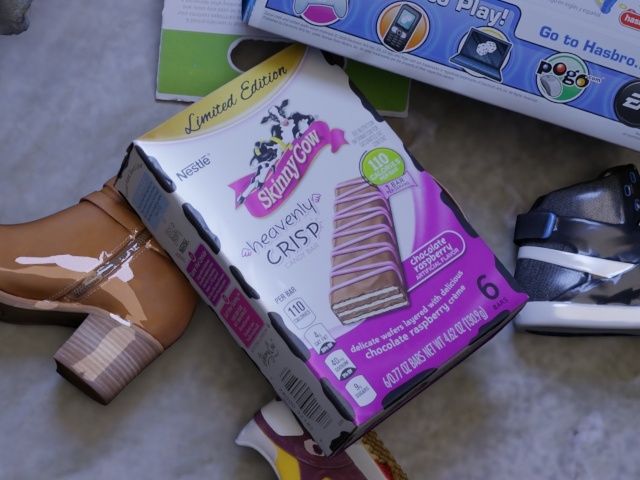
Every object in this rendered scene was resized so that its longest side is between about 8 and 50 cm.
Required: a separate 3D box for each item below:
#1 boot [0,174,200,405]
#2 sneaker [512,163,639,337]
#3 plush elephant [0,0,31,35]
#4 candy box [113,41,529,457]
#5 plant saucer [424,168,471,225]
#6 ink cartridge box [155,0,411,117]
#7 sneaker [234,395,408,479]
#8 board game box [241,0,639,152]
[{"bbox_3d":[-0.165,-0.004,1.313,0.197,0.073,0.152,40,72,-4],"label":"boot"},{"bbox_3d":[0.242,0.007,1.367,0.217,0.079,0.121,3,82,-8],"label":"sneaker"},{"bbox_3d":[-0.237,-0.255,1.256,0.330,0.272,0.255,-28,124,-40],"label":"plush elephant"},{"bbox_3d":[0.000,0.000,1.281,0.159,0.071,0.233,-35,79,-28],"label":"candy box"},{"bbox_3d":[0.026,0.021,1.356,0.168,0.029,0.168,2,80,-10],"label":"plant saucer"},{"bbox_3d":[-0.019,-0.225,1.365,0.189,0.097,0.255,4,113,-9],"label":"ink cartridge box"},{"bbox_3d":[0.019,0.182,1.316,0.084,0.069,0.185,-33,91,9],"label":"sneaker"},{"bbox_3d":[0.140,-0.241,1.268,0.308,0.086,0.302,17,110,-10],"label":"board game box"}]
